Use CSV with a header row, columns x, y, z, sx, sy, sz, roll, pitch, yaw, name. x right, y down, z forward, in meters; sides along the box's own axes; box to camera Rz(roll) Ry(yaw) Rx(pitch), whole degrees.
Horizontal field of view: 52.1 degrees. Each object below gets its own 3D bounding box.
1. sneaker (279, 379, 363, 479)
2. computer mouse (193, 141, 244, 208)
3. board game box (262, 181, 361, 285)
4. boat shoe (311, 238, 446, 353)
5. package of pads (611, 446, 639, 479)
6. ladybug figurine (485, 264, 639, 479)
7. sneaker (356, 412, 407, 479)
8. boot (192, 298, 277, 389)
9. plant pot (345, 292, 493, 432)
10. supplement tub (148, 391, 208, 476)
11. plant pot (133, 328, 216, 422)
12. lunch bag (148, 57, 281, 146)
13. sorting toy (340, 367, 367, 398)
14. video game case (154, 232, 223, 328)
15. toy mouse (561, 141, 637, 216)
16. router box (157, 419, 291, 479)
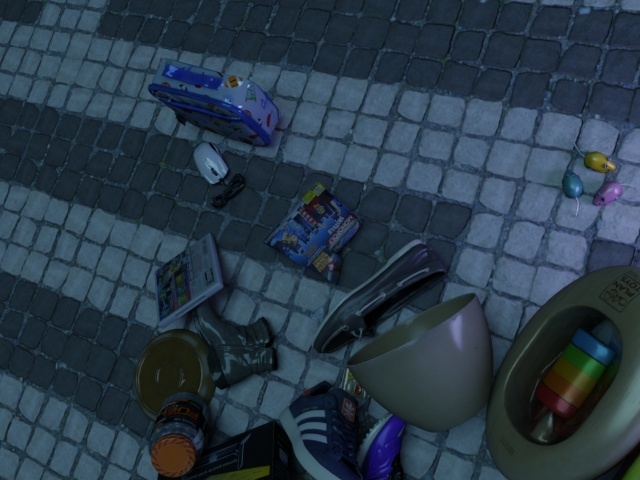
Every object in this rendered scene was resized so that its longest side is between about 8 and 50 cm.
x,y,z,sx,sy,sz,roll,pitch,yaw,name
0.028,0.376,1.281,0.148,0.131,0.350,-45,23,-5,sneaker
-0.276,-0.182,1.674,0.106,0.042,0.193,-40,66,8,computer mouse
0.000,0.000,1.507,0.194,0.060,0.194,-47,66,4,board game box
0.123,0.138,1.394,0.335,0.112,0.095,-44,61,2,boat shoe
0.554,0.405,1.087,0.101,0.229,0.296,34,89,25,package of pads
0.478,0.248,1.157,0.449,0.162,0.305,-57,28,12,ladybug figurine
0.130,0.485,1.314,0.146,0.102,0.293,28,91,19,sneaker
-0.196,0.214,1.532,0.161,0.083,0.246,-24,68,1,boot
0.218,0.251,1.259,0.284,0.284,0.190,-30,88,12,plant pot
-0.310,0.424,1.434,0.117,0.190,0.117,-1,104,-5,supplement tub
-0.359,0.329,1.578,0.236,0.032,0.236,-6,73,20,plant pot
-0.265,-0.340,1.600,0.303,0.243,0.114,18,83,24,lunch bag
0.073,0.322,1.418,0.062,0.012,0.083,8,79,23,sorting toy
-0.322,0.094,1.582,0.183,0.023,0.201,-34,39,10,video game case
0.551,-0.113,1.334,0.161,0.031,0.143,32,89,25,toy mouse
-0.210,0.541,1.367,0.309,0.081,0.243,-25,32,15,router box
